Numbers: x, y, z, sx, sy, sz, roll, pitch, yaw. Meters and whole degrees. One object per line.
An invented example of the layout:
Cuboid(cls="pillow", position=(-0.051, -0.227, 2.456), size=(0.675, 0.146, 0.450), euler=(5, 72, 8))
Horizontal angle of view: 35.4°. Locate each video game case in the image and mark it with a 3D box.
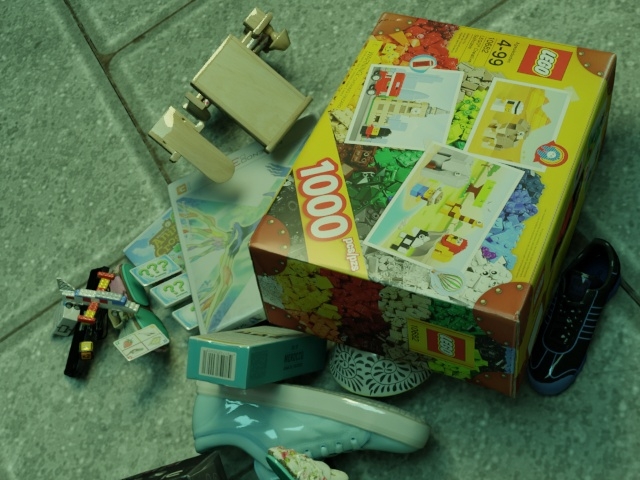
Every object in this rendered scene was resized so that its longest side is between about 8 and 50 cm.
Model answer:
Cuboid(cls="video game case", position=(-0.090, -0.028, 1.639), size=(0.300, 0.036, 0.329), euler=(-25, 54, 9))
Cuboid(cls="video game case", position=(-0.219, 0.003, 1.754), size=(0.212, 0.023, 0.193), euler=(-43, 53, -7))

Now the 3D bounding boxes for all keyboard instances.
Cuboid(cls="keyboard", position=(-0.384, 0.140, 1.704), size=(0.100, 0.038, 0.192), euler=(-9, 67, 59))

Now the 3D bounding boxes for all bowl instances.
Cuboid(cls="bowl", position=(0.088, 0.140, 1.468), size=(0.170, 0.080, 0.170), euler=(-10, 36, 7))

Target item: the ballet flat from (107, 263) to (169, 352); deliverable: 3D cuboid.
Cuboid(cls="ballet flat", position=(-0.317, 0.130, 1.693), size=(0.079, 0.077, 0.221), euler=(-47, 46, 13))

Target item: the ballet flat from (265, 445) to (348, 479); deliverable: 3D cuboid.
Cuboid(cls="ballet flat", position=(0.023, 0.363, 1.356), size=(0.077, 0.091, 0.241), euler=(-35, 82, -21))

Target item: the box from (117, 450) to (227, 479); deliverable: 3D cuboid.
Cuboid(cls="box", position=(-0.258, 0.420, 1.394), size=(0.270, 0.143, 0.165), euler=(-19, 88, 10))

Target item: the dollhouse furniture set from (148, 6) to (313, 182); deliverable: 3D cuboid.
Cuboid(cls="dollhouse furniture set", position=(-0.150, -0.229, 1.786), size=(0.174, 0.355, 0.303), euler=(40, 84, -8))

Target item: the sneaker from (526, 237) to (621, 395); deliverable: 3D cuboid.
Cuboid(cls="sneaker", position=(0.351, 0.102, 1.407), size=(0.081, 0.090, 0.232), euler=(19, 68, 31))

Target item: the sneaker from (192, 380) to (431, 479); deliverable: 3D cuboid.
Cuboid(cls="sneaker", position=(-0.020, 0.286, 1.445), size=(0.365, 0.135, 0.150), euler=(6, 84, 27))

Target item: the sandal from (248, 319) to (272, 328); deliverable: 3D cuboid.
Cuboid(cls="sandal", position=(-0.106, 0.134, 1.620), size=(0.067, 0.040, 0.179), euler=(27, 58, 28))

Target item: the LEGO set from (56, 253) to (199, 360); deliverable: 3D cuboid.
Cuboid(cls="LEGO set", position=(-0.302, 0.101, 1.611), size=(0.244, 0.060, 0.182), euler=(-25, 49, -32))

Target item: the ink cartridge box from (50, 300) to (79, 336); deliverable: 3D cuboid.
Cuboid(cls="ink cartridge box", position=(-0.445, 0.134, 1.749), size=(0.083, 0.028, 0.048), euler=(-44, 37, 47))

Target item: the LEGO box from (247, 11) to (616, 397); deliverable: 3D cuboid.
Cuboid(cls="LEGO box", position=(0.176, -0.073, 1.442), size=(0.372, 0.193, 0.500), euler=(14, 55, 19))

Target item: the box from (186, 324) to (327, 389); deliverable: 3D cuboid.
Cuboid(cls="box", position=(-0.087, 0.166, 1.460), size=(0.100, 0.244, 0.060), euler=(6, 92, 26))
